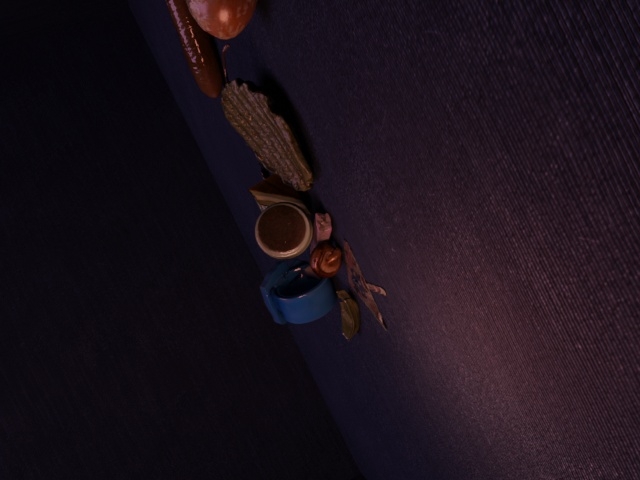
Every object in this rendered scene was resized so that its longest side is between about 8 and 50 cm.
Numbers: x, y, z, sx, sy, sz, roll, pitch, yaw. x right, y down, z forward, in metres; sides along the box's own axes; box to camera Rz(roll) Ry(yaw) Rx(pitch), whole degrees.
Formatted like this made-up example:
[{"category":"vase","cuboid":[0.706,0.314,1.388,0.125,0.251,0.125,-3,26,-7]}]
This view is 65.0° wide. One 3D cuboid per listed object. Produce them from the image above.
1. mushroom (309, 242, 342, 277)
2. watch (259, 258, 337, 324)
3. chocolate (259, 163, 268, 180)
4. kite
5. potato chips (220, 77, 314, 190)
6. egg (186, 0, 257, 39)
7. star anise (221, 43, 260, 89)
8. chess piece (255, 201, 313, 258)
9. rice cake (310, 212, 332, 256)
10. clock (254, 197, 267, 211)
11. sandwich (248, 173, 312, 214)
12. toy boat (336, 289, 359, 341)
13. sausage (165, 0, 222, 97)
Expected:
[{"category":"mushroom","cuboid":[0.019,0.068,1.686,0.087,0.127,0.127,16,132,54]},{"category":"watch","cuboid":[-0.057,0.193,2.017,0.275,0.305,0.241,2,125,39]},{"category":"chocolate","cuboid":[-0.224,-0.249,2.171,0.182,0.028,0.086,62,175,-7]},{"category":"kite","cuboid":[0.139,0.143,1.625,0.335,0.012,0.314,65,165,-6]},{"category":"potato chips","cuboid":[-0.165,-0.329,1.611,0.429,0.070,0.359,55,160,-15]},{"category":"egg","cuboid":[-0.255,-0.642,1.290,0.195,0.195,0.233,-148,46,-63]},{"category":"star anise","cuboid":[-0.269,-0.490,1.624,0.228,0.218,0.148,14,-147,-50]},{"category":"chess piece","cuboid":[-0.116,-0.031,1.787,0.194,0.195,0.299,63,-177,2]},{"category":"rice cake","cuboid":[0.000,0.000,1.762,0.365,0.056,0.072,99,158,-66]},{"category":"clock","cuboid":[-0.234,-0.151,2.262,0.159,0.066,0.211,61,171,-9]},{"category":"sandwich","cuboid":[-0.146,-0.140,1.822,0.187,0.144,0.117,54,180,36]},{"category":"toy boat","cuboid":[0.105,0.280,1.889,0.093,0.055,0.292,51,160,37]},{"category":"sausage","cuboid":[-0.492,-0.788,1.978,0.136,0.123,0.500,50,161,49]}]
